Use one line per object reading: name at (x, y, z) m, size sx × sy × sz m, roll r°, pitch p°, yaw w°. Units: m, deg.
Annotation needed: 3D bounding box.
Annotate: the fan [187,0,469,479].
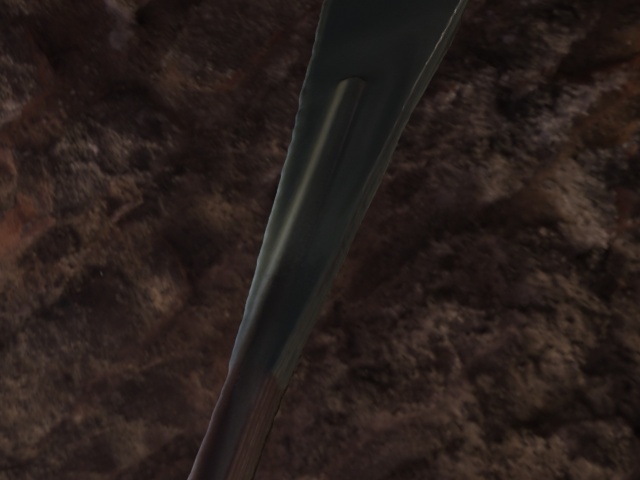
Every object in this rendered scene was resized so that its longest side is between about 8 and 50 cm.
fan at (0.000, 0.000, 0.353) m, size 0.057 × 0.282 × 0.023 m, roll 12°, pitch -34°, yaw 8°
